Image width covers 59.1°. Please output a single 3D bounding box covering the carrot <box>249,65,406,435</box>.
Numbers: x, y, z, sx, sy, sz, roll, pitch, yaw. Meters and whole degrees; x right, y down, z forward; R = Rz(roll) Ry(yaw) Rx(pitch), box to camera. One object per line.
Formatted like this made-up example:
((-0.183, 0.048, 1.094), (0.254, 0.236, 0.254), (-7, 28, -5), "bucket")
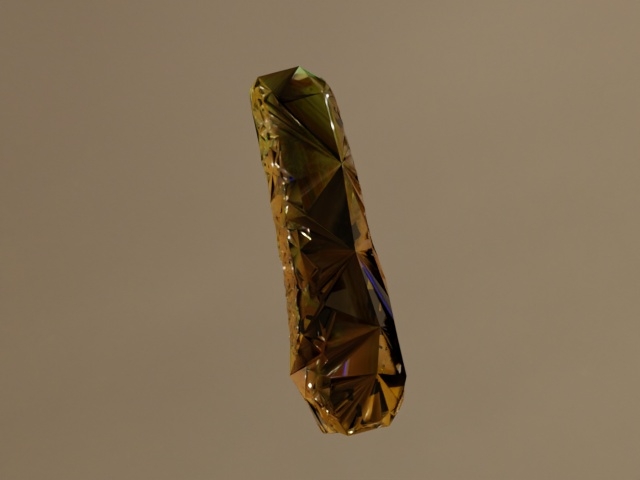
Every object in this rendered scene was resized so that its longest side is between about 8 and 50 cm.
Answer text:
((0.001, 0.000, 0.351), (0.069, 0.069, 0.228), (-12, -101, 1), "carrot")
